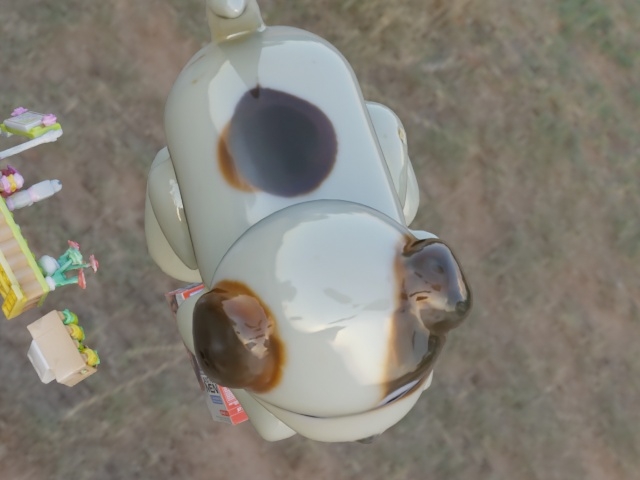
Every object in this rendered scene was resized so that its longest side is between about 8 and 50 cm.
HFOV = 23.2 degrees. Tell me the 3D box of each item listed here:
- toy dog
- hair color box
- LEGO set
[{"bbox_3d":[0.000,0.000,1.384,0.284,0.395,0.408,-6,36,-9],"label":"toy dog"},{"bbox_3d":[-0.124,0.132,1.853,0.053,0.093,0.167,-21,93,-18],"label":"hair color box"},{"bbox_3d":[-0.223,-0.020,1.166,0.107,0.132,0.287,-25,44,-27],"label":"LEGO set"}]
